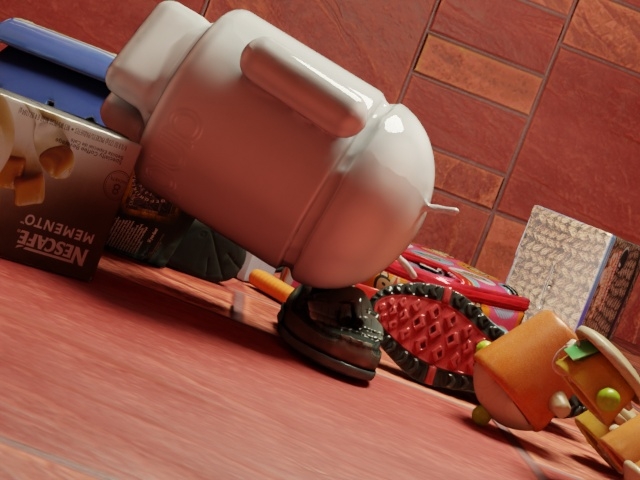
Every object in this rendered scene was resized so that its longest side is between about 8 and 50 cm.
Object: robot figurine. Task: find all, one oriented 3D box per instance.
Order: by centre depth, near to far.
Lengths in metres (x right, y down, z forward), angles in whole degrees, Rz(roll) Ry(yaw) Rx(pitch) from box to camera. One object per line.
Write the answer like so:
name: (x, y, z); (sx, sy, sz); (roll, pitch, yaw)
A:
robot figurine: (-0.038, -0.086, 1.454); (0.353, 0.200, 0.300); (31, -23, 3)

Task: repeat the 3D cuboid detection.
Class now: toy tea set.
toy tea set: (0.235, 0.175, 1.337); (0.200, 0.124, 0.336); (50, -3, -5)

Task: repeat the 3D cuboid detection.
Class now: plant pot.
plant pot: (-0.354, -0.171, 2.044); (0.236, 0.212, 0.236); (20, 4, 5)

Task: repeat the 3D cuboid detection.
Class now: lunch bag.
lunch bag: (0.093, 0.065, 1.923); (0.293, 0.120, 0.258); (22, 7, 41)

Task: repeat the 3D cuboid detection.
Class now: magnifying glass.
magnifying glass: (-0.014, 0.077, 1.769); (0.092, 0.026, 0.231); (18, 4, -38)

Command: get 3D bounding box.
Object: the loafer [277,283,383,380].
loafer: (0.010, 0.071, 1.498); (0.096, 0.084, 0.267); (22, 3, -12)

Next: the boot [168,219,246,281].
boot: (-0.211, -0.038, 1.786); (0.236, 0.085, 0.178); (27, 7, -20)

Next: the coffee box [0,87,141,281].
coffee box: (-0.304, -0.068, 1.341); (0.246, 0.141, 0.098); (20, 4, -36)

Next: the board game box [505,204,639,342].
board game box: (0.423, 0.085, 2.552); (0.141, 0.232, 0.291); (23, 5, 24)

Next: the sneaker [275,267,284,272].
sneaker: (-0.139, -0.047, 2.049); (0.228, 0.132, 0.086); (21, 3, 7)

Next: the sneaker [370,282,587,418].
sneaker: (0.161, 0.131, 1.619); (0.261, 0.104, 0.125); (25, -14, -5)

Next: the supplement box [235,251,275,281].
supplement box: (-0.153, -0.044, 1.953); (0.239, 0.130, 0.073); (24, 5, 28)

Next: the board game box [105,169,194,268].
board game box: (-0.189, -0.054, 1.626); (0.126, 0.186, 0.026); (20, 41, -20)
